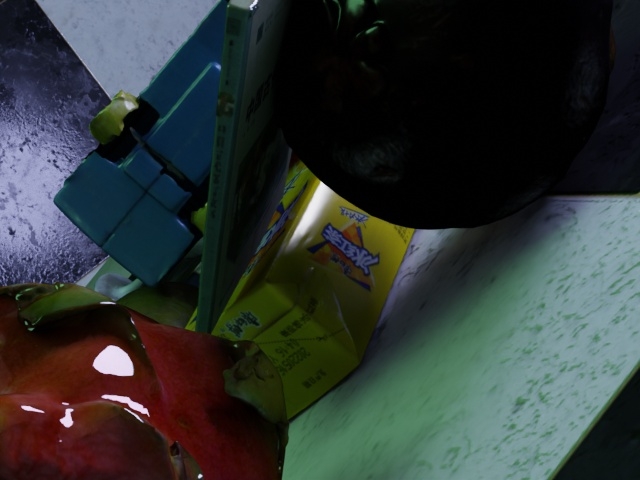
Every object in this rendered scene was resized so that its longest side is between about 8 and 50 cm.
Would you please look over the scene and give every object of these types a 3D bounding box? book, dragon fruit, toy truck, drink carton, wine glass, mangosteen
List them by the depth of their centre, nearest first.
[{"bbox_3d":[-0.141,0.171,0.776,0.305,0.305,0.226,-52,19,-16],"label":"dragon fruit"},{"bbox_3d":[-0.045,-0.091,1.007,0.215,0.025,0.283,-66,-10,-51],"label":"book"},{"bbox_3d":[0.098,-0.145,1.007,0.287,0.233,0.287,9,-90,-78],"label":"mangosteen"},{"bbox_3d":[0.000,0.000,1.203,0.154,0.111,0.351,-41,13,37],"label":"drink carton"},{"bbox_3d":[-0.081,-0.142,1.302,0.385,0.161,0.162,-49,3,8],"label":"toy truck"},{"bbox_3d":[-0.238,0.051,1.982,0.309,0.096,0.264,-41,12,33],"label":"wine glass"}]

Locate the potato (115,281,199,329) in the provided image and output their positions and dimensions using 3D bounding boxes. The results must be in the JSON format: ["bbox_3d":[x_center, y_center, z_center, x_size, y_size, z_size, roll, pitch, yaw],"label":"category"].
[{"bbox_3d":[-0.165,0.124,1.325,0.174,0.159,0.251,-7,15,20],"label":"potato"}]
